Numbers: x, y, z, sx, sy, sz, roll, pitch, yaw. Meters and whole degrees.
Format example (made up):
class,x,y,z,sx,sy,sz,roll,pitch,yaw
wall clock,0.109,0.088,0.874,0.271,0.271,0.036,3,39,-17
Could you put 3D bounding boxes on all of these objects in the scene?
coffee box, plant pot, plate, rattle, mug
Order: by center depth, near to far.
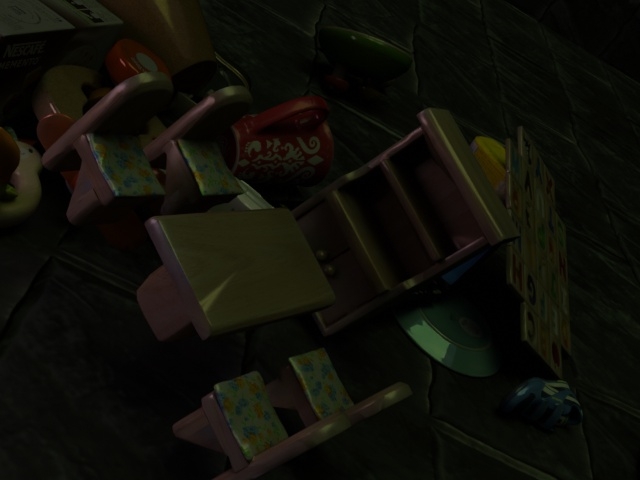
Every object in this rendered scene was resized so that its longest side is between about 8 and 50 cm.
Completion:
class,x,y,z,sx,sy,sz,roll,pitch,yaw
rattle,-0.338,-0.111,0.991,0.130,0.142,0.199,18,35,8
coffee box,-0.361,-0.222,1.100,0.098,0.141,0.246,38,23,6
plate,0.181,0.112,1.294,0.188,0.024,0.188,25,30,-15
mug,-0.075,-0.145,1.299,0.169,0.150,0.113,-7,31,-44
plant pot,-0.264,-0.314,1.300,0.254,0.237,0.237,54,33,8

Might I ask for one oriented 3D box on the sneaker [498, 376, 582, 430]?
class,x,y,z,sx,sy,sz,roll,pitch,yaw
sneaker,0.296,0.218,1.225,0.144,0.053,0.059,6,42,-39

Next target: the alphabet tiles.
class,x,y,z,sx,sy,sz,roll,pitch,yaw
alphabet tiles,0.321,0.018,1.357,0.285,0.011,0.342,43,45,-50

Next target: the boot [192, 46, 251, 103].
class,x,y,z,sx,sy,sz,roll,pitch,yaw
boot,-0.205,-0.257,1.405,0.198,0.077,0.137,29,35,-8

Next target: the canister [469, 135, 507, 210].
class,x,y,z,sx,sy,sz,roll,pitch,yaw
canister,0.243,-0.064,1.465,0.073,0.170,0.126,3,42,-42

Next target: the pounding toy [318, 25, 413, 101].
class,x,y,z,sx,sy,sz,roll,pitch,yaw
pounding toy,0.067,-0.318,1.762,0.183,0.110,0.237,19,2,-4

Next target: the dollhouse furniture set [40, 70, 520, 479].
class,x,y,z,sx,sy,sz,roll,pitch,yaw
dollhouse furniture set,0.000,0.000,0.946,0.394,0.256,0.362,-8,67,-60

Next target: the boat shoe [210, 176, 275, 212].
class,x,y,z,sx,sy,sz,roll,pitch,yaw
boat shoe,-0.107,-0.049,1.205,0.184,0.066,0.063,35,16,4

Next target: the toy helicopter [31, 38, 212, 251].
class,x,y,z,sx,sy,sz,roll,pitch,yaw
toy helicopter,-0.195,-0.062,1.074,0.355,0.140,0.235,47,23,-3

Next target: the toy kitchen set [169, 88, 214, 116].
class,x,y,z,sx,sy,sz,roll,pitch,yaw
toy kitchen set,-0.169,-0.188,1.320,0.068,0.083,0.075,34,29,-2

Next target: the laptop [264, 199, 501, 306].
class,x,y,z,sx,sy,sz,roll,pitch,yaw
laptop,0.100,-0.035,1.287,0.234,0.136,0.264,42,26,30
